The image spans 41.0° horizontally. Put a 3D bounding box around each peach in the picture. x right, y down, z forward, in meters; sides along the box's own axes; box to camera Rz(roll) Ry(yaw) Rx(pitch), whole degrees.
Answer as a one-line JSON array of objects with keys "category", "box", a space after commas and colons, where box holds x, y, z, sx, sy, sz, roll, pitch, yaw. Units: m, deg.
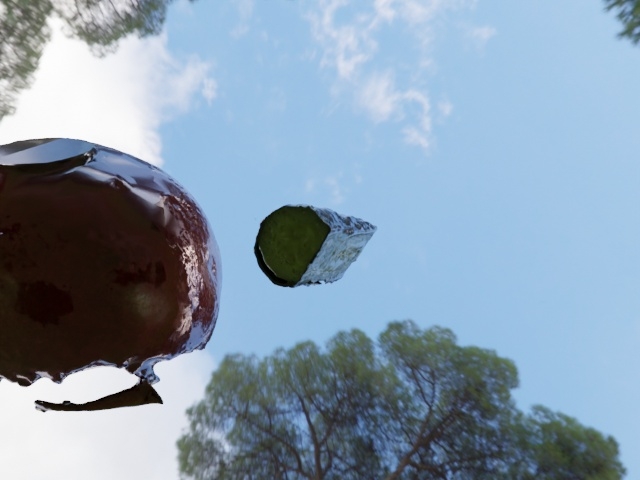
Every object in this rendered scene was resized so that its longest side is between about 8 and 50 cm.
[{"category": "peach", "box": [-0.331, 0.027, 1.107, 0.405, 0.335, 0.310, 3, -72, -3]}]

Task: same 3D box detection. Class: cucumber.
[{"category": "cucumber", "box": [-0.003, 0.000, 0.852, 0.062, 0.211, 0.078, 37, -81, 11]}]
